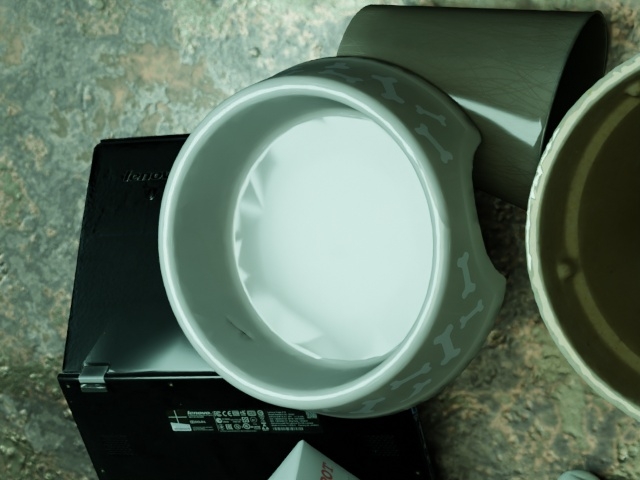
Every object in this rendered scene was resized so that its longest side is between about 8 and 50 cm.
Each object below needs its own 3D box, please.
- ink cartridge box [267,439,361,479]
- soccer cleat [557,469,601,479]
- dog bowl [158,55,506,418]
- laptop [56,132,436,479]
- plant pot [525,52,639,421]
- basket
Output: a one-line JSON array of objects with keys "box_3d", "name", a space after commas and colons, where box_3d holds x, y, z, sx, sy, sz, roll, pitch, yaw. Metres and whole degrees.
[{"box_3d": [0.060, 0.363, 1.715, 0.307, 0.223, 0.129, 35, 108, -7], "name": "ink cartridge box"}, {"box_3d": [0.307, 0.303, 1.738, 0.196, 0.076, 0.068, 40, 109, 11], "name": "soccer cleat"}, {"box_3d": [0.000, 0.000, 1.652, 0.348, 0.102, 0.349, 2, 94, 28], "name": "dog bowl"}, {"box_3d": [-0.054, 0.115, 1.882, 0.382, 0.236, 0.408, -2, 125, 21], "name": "laptop"}, {"box_3d": [0.376, -0.017, 1.547, 0.333, 0.305, 0.334, 3, 98, 20], "name": "plant pot"}, {"box_3d": [0.138, -0.146, 1.707, 0.227, 0.154, 0.204, 16, 87, 22], "name": "basket"}]
